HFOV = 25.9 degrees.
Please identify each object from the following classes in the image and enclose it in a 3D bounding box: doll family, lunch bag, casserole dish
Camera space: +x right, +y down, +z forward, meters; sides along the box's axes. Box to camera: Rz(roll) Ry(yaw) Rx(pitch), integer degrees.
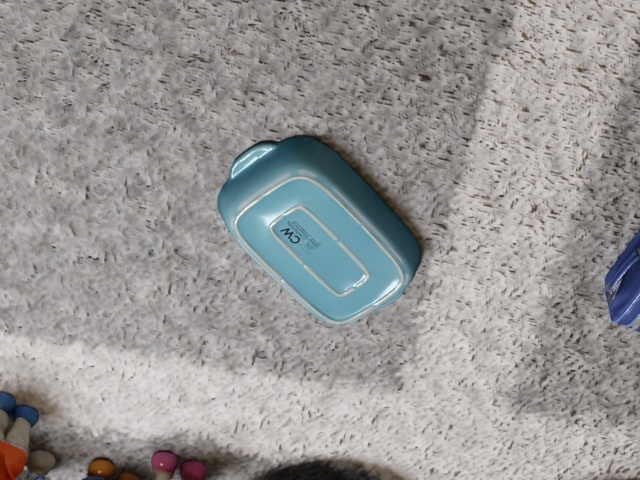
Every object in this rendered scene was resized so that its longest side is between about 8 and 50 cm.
[{"bbox_3d":[-0.217,0.257,1.218,0.263,0.163,0.118,20,122,-13],"label":"doll family"},{"bbox_3d":[0.269,0.031,1.117,0.065,0.067,0.098,22,123,-14],"label":"lunch bag"},{"bbox_3d":[0.000,0.000,1.118,0.114,0.037,0.188,-34,117,21],"label":"casserole dish"}]
